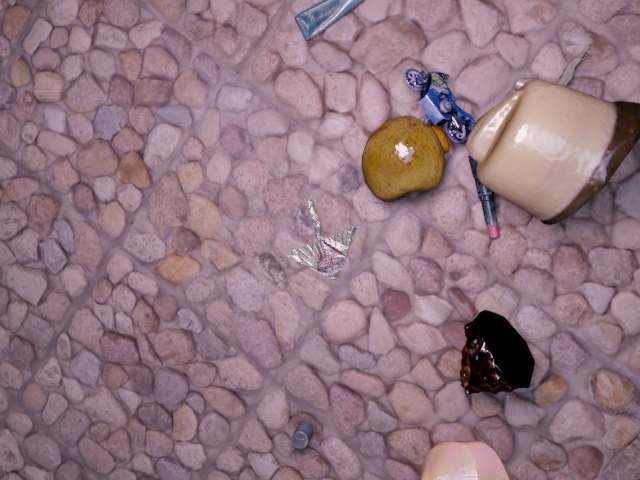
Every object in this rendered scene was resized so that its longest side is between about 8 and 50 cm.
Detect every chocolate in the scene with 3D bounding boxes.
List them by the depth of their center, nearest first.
[{"bbox_3d":[0.530,-0.240,1.185,0.297,0.314,0.326,36,100,0],"label":"chocolate"},{"bbox_3d":[0.425,0.319,1.323,0.206,0.224,0.177,50,123,5],"label":"chocolate"}]

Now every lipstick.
[{"bbox_3d":[0.455,-0.122,1.352,0.053,0.053,0.235,-13,92,11],"label":"lipstick"}]

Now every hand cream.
[{"bbox_3d":[0.036,-0.665,1.418,0.224,0.048,0.083,-27,90,16],"label":"hand cream"}]

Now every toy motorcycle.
[{"bbox_3d":[0.329,-0.372,1.338,0.135,0.092,0.254,-41,93,-34],"label":"toy motorcycle"}]

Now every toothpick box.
[{"bbox_3d":[-0.052,0.573,1.466,0.052,0.083,0.052,1,93,11],"label":"toothpick box"}]

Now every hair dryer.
[{"bbox_3d":[0.613,-0.442,1.312,0.167,0.067,0.200,15,85,16],"label":"hair dryer"}]

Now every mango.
[{"bbox_3d":[0.322,-0.279,1.373,0.089,0.046,0.060,42,96,4],"label":"mango"}]

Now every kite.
[{"bbox_3d":[0.000,0.000,1.468,0.229,0.012,0.250,-19,88,10],"label":"kite"}]

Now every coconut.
[{"bbox_3d":[0.379,0.663,1.317,0.258,0.259,0.260,1,93,11],"label":"coconut"}]

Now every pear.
[{"bbox_3d":[0.212,-0.221,1.323,0.228,0.188,0.212,-18,93,24],"label":"pear"}]
